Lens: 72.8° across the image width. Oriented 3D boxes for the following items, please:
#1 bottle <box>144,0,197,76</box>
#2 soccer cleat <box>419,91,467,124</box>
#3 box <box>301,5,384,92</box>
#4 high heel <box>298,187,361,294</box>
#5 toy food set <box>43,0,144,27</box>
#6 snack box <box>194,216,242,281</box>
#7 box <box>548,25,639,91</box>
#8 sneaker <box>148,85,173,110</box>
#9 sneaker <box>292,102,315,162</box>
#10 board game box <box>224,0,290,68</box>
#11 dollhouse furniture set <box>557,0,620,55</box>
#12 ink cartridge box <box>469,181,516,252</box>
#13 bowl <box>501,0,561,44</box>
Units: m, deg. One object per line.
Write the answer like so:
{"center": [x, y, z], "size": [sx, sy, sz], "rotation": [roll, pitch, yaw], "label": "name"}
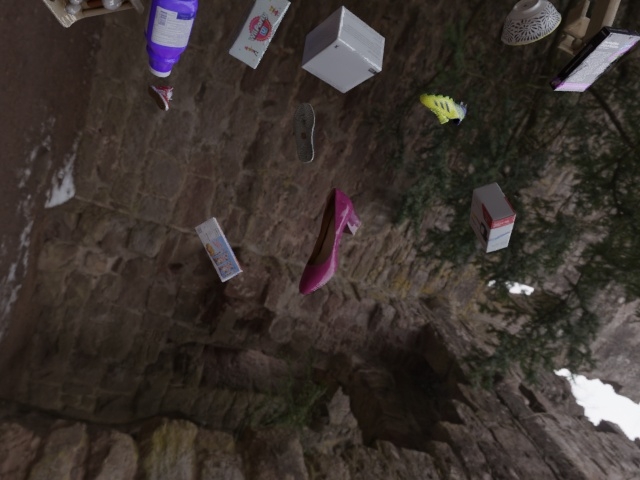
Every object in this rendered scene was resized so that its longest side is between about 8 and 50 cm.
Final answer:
{"center": [-0.430, -0.586, 1.221], "size": [0.283, 0.118, 0.092], "rotation": [-44, -122, 52], "label": "bottle"}
{"center": [0.559, -0.596, 1.982], "size": [0.093, 0.289, 0.121], "rotation": [40, -61, 48], "label": "soccer cleat"}
{"center": [0.068, -0.571, 1.321], "size": [0.182, 0.181, 0.119], "rotation": [-12, -115, 51], "label": "box"}
{"center": [0.000, 0.000, 1.522], "size": [0.127, 0.181, 0.377], "rotation": [2, -128, 45], "label": "high heel"}
{"center": [-0.665, -0.708, 1.188], "size": [0.220, 0.306, 0.092], "rotation": [63, 35, -52], "label": "toy food set"}
{"center": [-0.293, 0.025, 1.247], "size": [0.178, 0.064, 0.022], "rotation": [61, 1, 7], "label": "snack box"}
{"center": [0.632, -0.415, 1.005], "size": [0.162, 0.116, 0.029], "rotation": [-54, -131, 55], "label": "box"}
{"center": [-0.463, -0.429, 1.302], "size": [0.118, 0.067, 0.042], "rotation": [49, -45, 28], "label": "sneaker"}
{"center": [-0.061, -0.413, 1.678], "size": [0.118, 0.083, 0.222], "rotation": [-80, 171, -79], "label": "sneaker"}
{"center": [-0.217, -0.703, 1.425], "size": [0.224, 0.097, 0.303], "rotation": [-56, -154, 17], "label": "board game box"}
{"center": [0.684, -0.504, 1.047], "size": [0.151, 0.123, 0.144], "rotation": [179, -68, -80], "label": "dollhouse furniture set"}
{"center": [0.509, -0.065, 1.296], "size": [0.175, 0.072, 0.127], "rotation": [69, 4, -55], "label": "ink cartridge box"}
{"center": [0.631, -0.682, 1.320], "size": [0.170, 0.080, 0.170], "rotation": [-21, -137, 21], "label": "bowl"}
